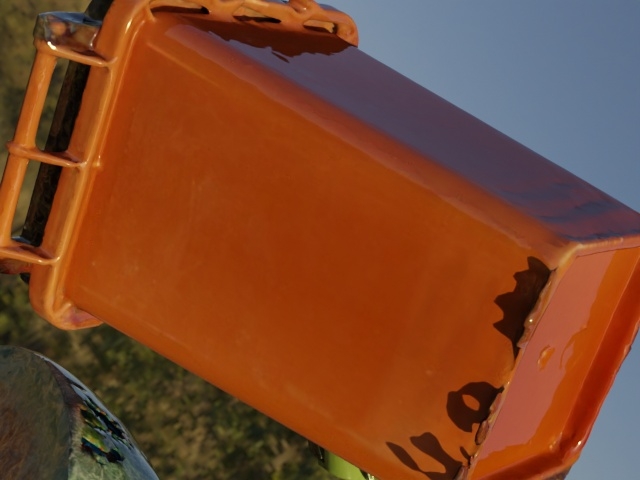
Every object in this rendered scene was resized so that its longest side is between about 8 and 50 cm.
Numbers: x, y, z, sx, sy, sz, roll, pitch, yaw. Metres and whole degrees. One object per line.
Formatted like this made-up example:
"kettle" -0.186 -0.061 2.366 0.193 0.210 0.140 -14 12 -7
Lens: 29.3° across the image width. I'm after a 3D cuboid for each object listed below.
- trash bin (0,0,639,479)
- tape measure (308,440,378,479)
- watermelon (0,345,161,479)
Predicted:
"trash bin" 0.000 0.000 0.494 0.239 0.161 0.184 31 21 32
"tape measure" 0.100 0.184 1.127 0.154 0.177 0.087 -166 -110 -64
"watermelon" -0.120 0.169 0.533 0.175 0.188 0.322 39 -33 -27
